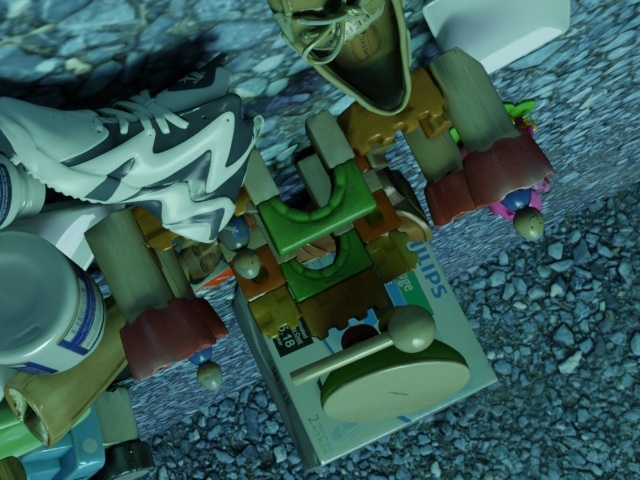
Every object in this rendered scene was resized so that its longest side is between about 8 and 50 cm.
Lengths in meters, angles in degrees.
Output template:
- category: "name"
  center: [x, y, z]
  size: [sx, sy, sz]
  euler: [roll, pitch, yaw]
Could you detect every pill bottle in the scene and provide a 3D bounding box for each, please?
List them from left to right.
- category: "pill bottle"
  center: [-0.285, -0.039, 0.710]
  size: [0.067, 0.067, 0.120]
  euler: [-33, 165, 31]
- category: "pill bottle"
  center: [-0.258, 0.065, 0.806]
  size: [0.112, 0.112, 0.186]
  euler: [-24, 169, -7]

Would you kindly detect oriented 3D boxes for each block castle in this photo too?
- category: "block castle"
  center: [0.000, 0.000, 0.967]
  size: [0.453, 0.212, 0.303]
  euler: [-27, 178, -5]

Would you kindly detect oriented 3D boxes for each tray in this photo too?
- category: "tray"
  center: [0.183, -0.235, 0.906]
  size: [0.145, 0.030, 0.270]
  euler: [-29, 167, 11]

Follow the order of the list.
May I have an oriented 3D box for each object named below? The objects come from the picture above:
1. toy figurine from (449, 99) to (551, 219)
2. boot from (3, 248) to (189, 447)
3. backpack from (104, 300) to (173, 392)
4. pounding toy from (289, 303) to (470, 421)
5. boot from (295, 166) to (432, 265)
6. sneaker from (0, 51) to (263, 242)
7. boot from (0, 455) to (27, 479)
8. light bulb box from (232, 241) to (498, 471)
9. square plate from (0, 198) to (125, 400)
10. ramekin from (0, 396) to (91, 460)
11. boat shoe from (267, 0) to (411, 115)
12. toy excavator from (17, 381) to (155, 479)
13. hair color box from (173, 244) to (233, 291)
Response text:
- category: "toy figurine"
  center: [0.282, -0.109, 1.308]
  size: [0.173, 0.159, 0.130]
  euler: [-21, 167, -21]
- category: "boot"
  center: [-0.273, 0.158, 1.149]
  size: [0.269, 0.089, 0.236]
  euler: [-51, 151, -34]
- category: "backpack"
  center: [-0.262, 0.145, 1.379]
  size: [0.173, 0.116, 0.158]
  euler: [-14, 163, -38]
- category: "pounding toy"
  center: [0.071, 0.128, 1.061]
  size: [0.183, 0.110, 0.237]
  euler: [-20, 150, 11]
- category: "boot"
  center: [0.044, -0.012, 1.345]
  size: [0.220, 0.109, 0.283]
  euler: [-30, 164, 14]
- category: "sneaker"
  center: [-0.141, -0.102, 0.717]
  size: [0.235, 0.094, 0.153]
  euler: [25, 101, -36]
- category: "boot"
  center: [-0.494, 0.336, 1.057]
  size: [0.211, 0.104, 0.295]
  euler: [-25, 171, -3]
- category: "light bulb box"
  center: [0.072, 0.190, 1.654]
  size: [0.361, 0.357, 0.225]
  euler: [-23, 169, -15]
- category: "square plate"
  center: [-0.386, 0.091, 0.854]
  size: [0.344, 0.049, 0.347]
  euler: [-52, 164, 24]
- category: "ramekin"
  center: [-0.482, 0.223, 1.200]
  size: [0.304, 0.148, 0.303]
  euler: [-24, 167, -6]
- category: "boat shoe"
  center: [0.026, -0.177, 0.700]
  size: [0.105, 0.089, 0.285]
  euler: [-28, 167, 13]
- category: "toy excavator"
  center: [-0.526, 0.353, 1.571]
  size: [0.445, 0.222, 0.433]
  euler: [-6, 157, -34]
- category: "hair color box"
  center: [-0.128, 0.008, 1.190]
  size: [0.141, 0.072, 0.043]
  euler: [-34, 166, 30]
